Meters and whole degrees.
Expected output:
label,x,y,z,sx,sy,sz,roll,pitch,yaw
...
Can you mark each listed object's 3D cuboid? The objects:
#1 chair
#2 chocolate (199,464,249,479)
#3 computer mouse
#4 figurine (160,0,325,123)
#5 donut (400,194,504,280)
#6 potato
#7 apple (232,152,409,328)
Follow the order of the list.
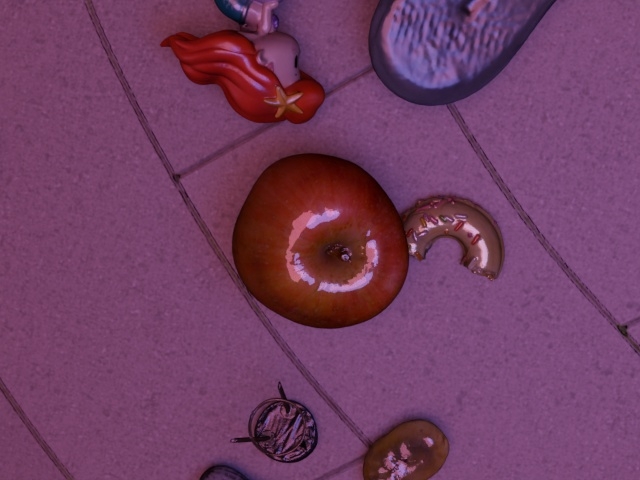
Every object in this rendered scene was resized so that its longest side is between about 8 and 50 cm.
label,x,y,z,sx,sy,sz,roll,pitch,yaw
chair,-0.055,0.263,1.730,0.104,0.221,0.095,10,76,6
chocolate,-0.104,0.390,1.807,0.167,0.072,0.072,26,100,4
computer mouse,0.216,-0.345,1.634,0.188,0.122,0.371,42,100,-16
figurine,-0.102,-0.287,1.664,0.208,0.181,0.257,-7,102,-33
donut,0.184,-0.008,1.719,0.166,0.065,0.108,14,99,4
potato,0.123,0.317,1.772,0.138,0.070,0.091,-35,88,8
apple,0.000,0.000,1.662,0.242,0.241,0.242,-2,100,-9
